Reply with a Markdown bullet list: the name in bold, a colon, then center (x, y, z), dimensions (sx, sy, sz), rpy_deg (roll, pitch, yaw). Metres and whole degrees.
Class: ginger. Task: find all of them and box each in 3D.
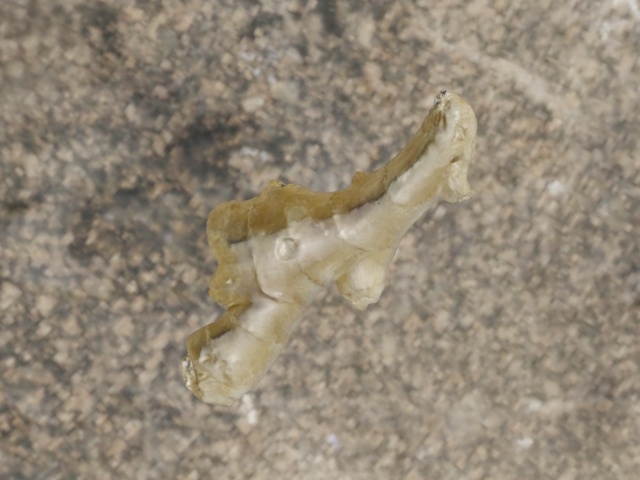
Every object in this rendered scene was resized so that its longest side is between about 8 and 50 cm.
- **ginger**: center (0.000, 0.000, 1.017), dimensions (0.333, 0.148, 0.081), rpy_deg (-35, 159, 12)
